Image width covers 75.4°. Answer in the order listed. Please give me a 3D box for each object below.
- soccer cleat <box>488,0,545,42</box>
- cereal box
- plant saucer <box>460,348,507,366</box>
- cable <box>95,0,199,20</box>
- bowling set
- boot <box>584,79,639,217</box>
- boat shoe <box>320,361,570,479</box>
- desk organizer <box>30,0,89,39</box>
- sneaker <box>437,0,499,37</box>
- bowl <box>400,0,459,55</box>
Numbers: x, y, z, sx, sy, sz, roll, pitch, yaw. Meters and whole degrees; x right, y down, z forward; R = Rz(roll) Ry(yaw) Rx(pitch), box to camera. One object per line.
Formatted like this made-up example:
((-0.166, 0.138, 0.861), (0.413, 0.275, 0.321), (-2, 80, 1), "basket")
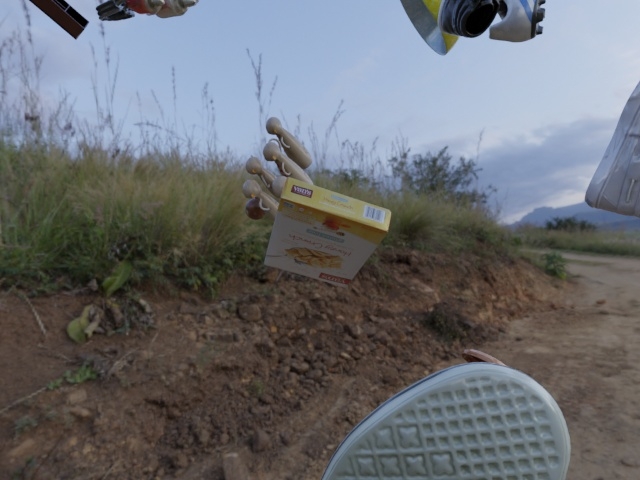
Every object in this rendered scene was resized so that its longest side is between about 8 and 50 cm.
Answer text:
((0.514, -0.671, 1.072), (0.143, 0.332, 0.116), (8, -12, 26), "soccer cleat")
((0.000, 0.000, 0.723), (0.172, 0.047, 0.240), (16, -31, -4), "cereal box")
((0.259, 0.191, 0.640), (0.083, 0.013, 0.083), (30, -15, 9), "plant saucer")
((-0.332, -0.405, 0.730), (0.287, 0.072, 0.139), (6, 34, 39), "cable")
((-0.125, -0.128, 0.946), (0.199, 0.287, 0.154), (-32, -53, 18), "bowling set")
((0.556, -0.161, 0.681), (0.123, 0.258, 0.095), (28, 19, 38), "boot")
((0.085, 0.327, 0.484), (0.156, 0.186, 0.500), (-13, -46, -60), "boat shoe")
((-0.533, -0.479, 0.832), (0.050, 0.047, 0.130), (-6, -34, 40), "desk organizer")
((0.347, -0.598, 0.917), (0.104, 0.147, 0.296), (-15, -45, -12), "sneaker")
((0.388, -0.776, 1.347), (0.156, 0.290, 0.289), (-36, -16, 14), "bowl")
